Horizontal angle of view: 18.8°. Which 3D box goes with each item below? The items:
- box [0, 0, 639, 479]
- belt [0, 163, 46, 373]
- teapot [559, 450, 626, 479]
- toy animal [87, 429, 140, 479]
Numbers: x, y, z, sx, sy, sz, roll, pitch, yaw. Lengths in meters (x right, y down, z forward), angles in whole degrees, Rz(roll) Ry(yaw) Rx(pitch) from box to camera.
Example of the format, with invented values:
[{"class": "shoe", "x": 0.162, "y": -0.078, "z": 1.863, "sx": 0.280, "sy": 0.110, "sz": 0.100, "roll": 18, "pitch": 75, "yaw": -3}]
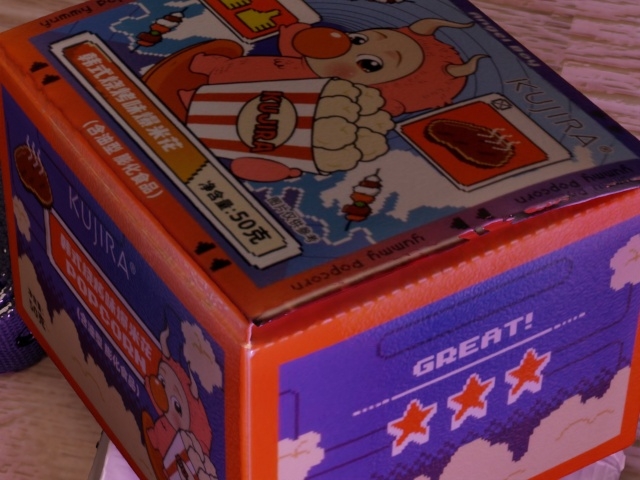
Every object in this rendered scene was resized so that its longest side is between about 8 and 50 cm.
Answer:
[{"class": "box", "x": 0.000, "y": 0.000, "z": 1.277, "sx": 0.319, "sy": 0.256, "sz": 0.348, "roll": -19, "pitch": 44, "yaw": -25}, {"class": "belt", "x": -0.289, "y": -0.010, "z": 1.480, "sx": 0.140, "sy": 0.126, "sz": 0.230, "roll": -35, "pitch": 65, "yaw": -12}, {"class": "teapot", "x": 0.160, "y": 0.237, "z": 1.328, "sx": 0.107, "sy": 0.077, "sz": 0.200, "roll": 25, "pitch": 66, "yaw": -11}, {"class": "toy animal", "x": -0.062, "y": 0.200, "z": 1.376, "sx": 0.221, "sy": 0.130, "sz": 0.103, "roll": 13, "pitch": 28, "yaw": -14}]
